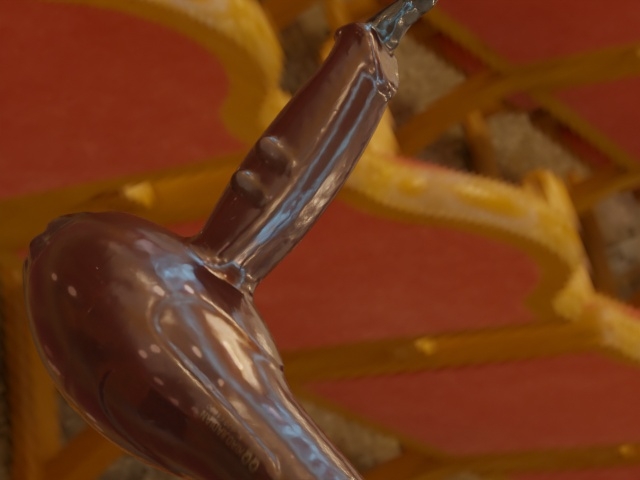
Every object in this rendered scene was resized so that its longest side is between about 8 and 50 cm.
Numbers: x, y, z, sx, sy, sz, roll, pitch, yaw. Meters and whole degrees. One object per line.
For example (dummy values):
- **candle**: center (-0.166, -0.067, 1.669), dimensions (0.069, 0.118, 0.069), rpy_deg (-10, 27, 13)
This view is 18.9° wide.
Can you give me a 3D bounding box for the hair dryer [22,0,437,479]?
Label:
- **hair dryer**: center (0.000, 0.000, 1.121), dimensions (0.312, 0.340, 0.123), rpy_deg (36, -1, 36)
